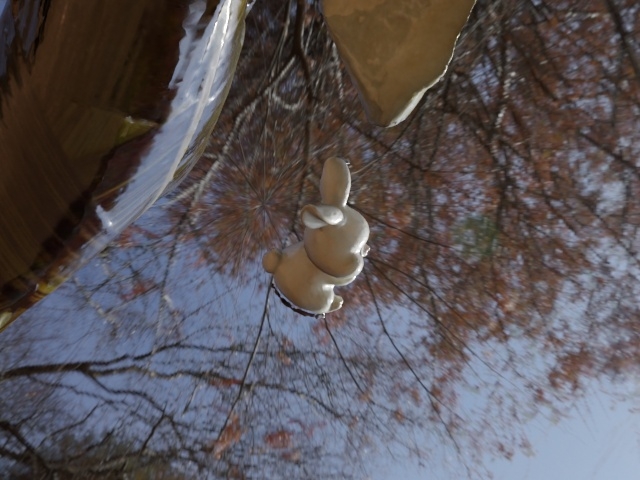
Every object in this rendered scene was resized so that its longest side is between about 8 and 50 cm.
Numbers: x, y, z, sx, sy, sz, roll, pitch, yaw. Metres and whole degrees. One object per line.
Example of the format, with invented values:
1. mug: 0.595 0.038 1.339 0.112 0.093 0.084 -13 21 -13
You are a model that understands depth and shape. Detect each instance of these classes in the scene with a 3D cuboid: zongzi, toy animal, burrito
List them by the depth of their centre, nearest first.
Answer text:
1. zongzi: -0.120 -0.051 0.417 0.111 0.248 0.241 32 -117 -4
2. burrito: 0.112 -0.237 0.610 0.135 0.190 0.332 35 -64 -16
3. toy animal: 0.006 0.003 0.806 0.085 0.071 0.124 32 -47 -10
